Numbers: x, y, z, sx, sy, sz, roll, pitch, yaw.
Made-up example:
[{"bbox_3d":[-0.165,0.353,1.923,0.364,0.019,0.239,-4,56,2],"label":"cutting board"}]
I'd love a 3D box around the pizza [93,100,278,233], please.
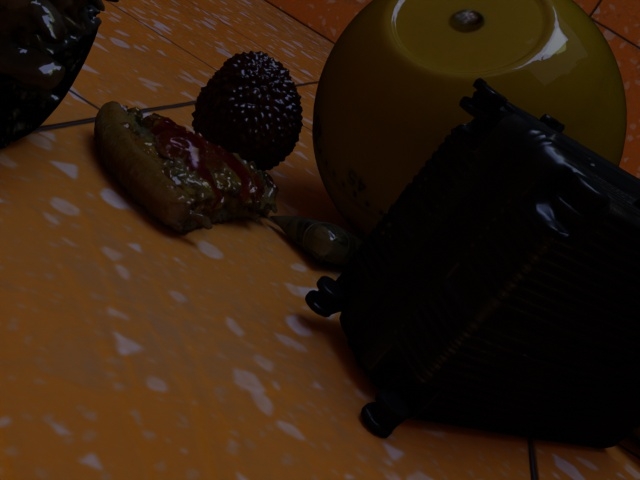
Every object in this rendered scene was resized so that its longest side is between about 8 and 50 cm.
[{"bbox_3d":[-0.105,-0.065,0.723,0.198,0.062,0.188,13,28,-48],"label":"pizza"}]

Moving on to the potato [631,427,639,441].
[{"bbox_3d":[0.337,0.139,0.849,0.138,0.098,0.243,17,41,17],"label":"potato"}]

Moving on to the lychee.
[{"bbox_3d":[-0.078,-0.141,0.851,0.123,0.129,0.123,-3,19,1],"label":"lychee"}]

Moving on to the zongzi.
[{"bbox_3d":[0.000,0.000,0.776,0.083,0.040,0.076,23,2,39],"label":"zongzi"}]

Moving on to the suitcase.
[{"bbox_3d":[0.191,0.048,0.637,0.335,0.230,0.152,18,30,-38],"label":"suitcase"}]

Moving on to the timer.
[{"bbox_3d":[0.163,-0.106,0.902,0.376,0.376,0.387,42,-23,28],"label":"timer"}]

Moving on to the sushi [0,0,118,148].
[{"bbox_3d":[-0.261,-0.201,0.569,0.238,0.219,0.225,29,22,-7],"label":"sushi"}]
